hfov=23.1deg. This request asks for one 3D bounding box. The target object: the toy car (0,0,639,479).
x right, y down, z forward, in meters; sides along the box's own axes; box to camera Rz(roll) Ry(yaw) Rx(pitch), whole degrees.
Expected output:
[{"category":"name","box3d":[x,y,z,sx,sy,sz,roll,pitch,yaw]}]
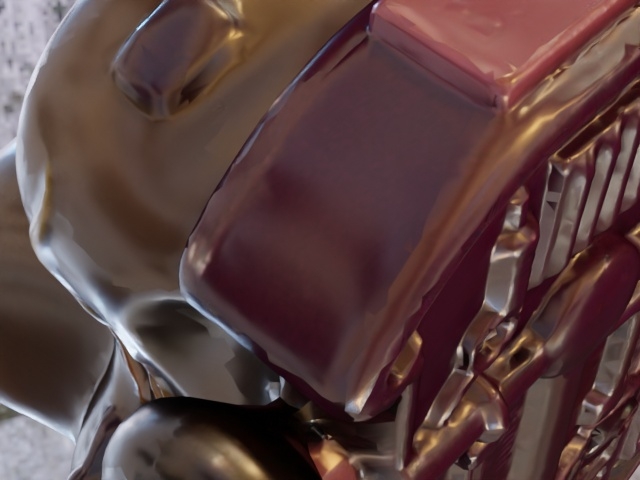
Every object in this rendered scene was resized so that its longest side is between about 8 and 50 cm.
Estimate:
[{"category":"toy car","box3d":[0.000,0.000,0.509,0.240,0.271,0.340,38,-31,23]}]
